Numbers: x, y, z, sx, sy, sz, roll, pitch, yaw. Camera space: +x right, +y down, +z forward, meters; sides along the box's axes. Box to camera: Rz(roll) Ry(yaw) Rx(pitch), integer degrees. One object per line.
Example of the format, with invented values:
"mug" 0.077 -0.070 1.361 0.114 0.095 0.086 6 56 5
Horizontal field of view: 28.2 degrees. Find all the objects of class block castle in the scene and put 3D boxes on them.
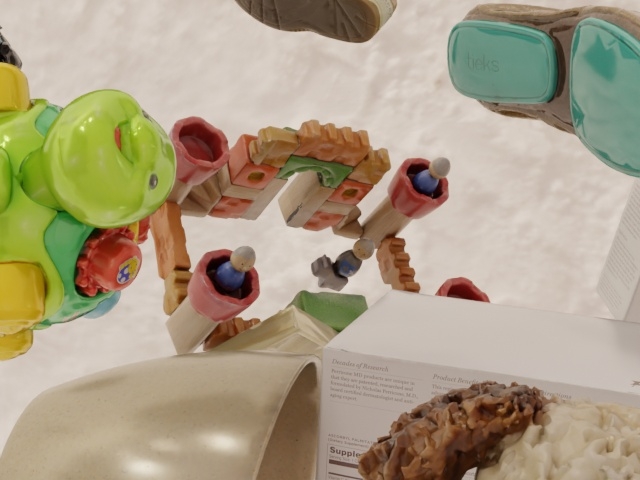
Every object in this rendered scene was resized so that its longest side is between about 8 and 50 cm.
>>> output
"block castle" 0.000 0.000 1.728 0.453 0.213 0.303 7 52 -32

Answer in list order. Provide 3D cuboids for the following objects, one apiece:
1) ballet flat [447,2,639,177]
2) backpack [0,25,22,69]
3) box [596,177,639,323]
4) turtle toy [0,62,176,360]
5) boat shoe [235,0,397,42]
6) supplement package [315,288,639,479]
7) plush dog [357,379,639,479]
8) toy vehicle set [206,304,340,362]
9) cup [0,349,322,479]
"ballet flat" 0.222 -0.124 0.960 0.124 0.342 0.116 -9 107 -20
"backpack" -0.479 -0.257 1.600 0.152 0.115 0.182 -32 100 6
"box" 0.386 0.009 1.337 0.130 0.091 0.170 10 113 -11
"turtle toy" -0.090 -0.013 0.441 0.066 0.130 0.095 -2 76 -19
"boat shoe" -0.007 -0.177 0.916 0.045 0.135 0.050 -39 144 -43
"supplement package" 0.152 0.147 1.085 0.262 0.204 0.145 8 104 18
"plush dog" 0.116 0.174 0.532 0.262 0.211 0.225 24 116 25
"toy vehicle set" -0.033 0.178 1.692 0.166 0.267 0.035 -29 57 18
"cup" -0.151 0.237 1.128 0.237 0.331 0.331 12 84 11
